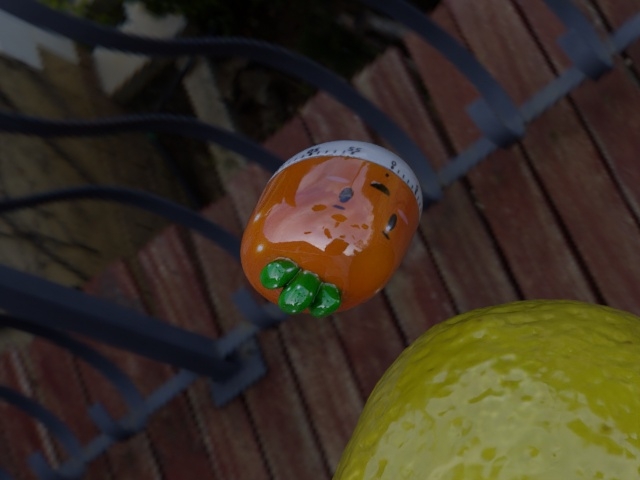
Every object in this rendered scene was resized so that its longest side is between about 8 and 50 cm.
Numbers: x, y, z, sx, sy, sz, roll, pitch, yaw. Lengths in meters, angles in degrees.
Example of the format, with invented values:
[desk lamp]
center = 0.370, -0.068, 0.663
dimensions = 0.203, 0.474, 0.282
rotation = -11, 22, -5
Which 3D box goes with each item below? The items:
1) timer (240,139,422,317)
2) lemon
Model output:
[timer]
center = 0.000, 0.000, 1.022
dimensions = 0.136, 0.099, 0.136
rotation = -44, 10, 9
[lemon]
center = 0.145, 0.196, 0.964
dimensions = 0.336, 0.336, 0.336
rotation = -15, 65, 36
